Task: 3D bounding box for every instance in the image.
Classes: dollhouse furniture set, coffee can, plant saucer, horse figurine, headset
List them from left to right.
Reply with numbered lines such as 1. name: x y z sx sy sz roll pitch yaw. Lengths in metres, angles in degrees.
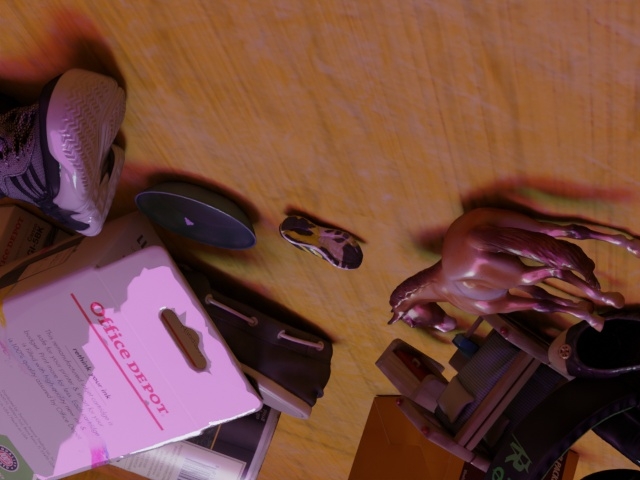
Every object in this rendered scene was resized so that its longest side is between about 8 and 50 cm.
1. coffee can: -0.194 0.193 1.721 0.275 0.201 0.201 20 162 -4
2. plant saucer: -0.112 -0.026 1.293 0.119 0.021 0.119 17 162 6
3. dollhouse furniture set: 0.137 0.118 1.356 0.129 0.129 0.183 33 -173 -35
4. horse figurine: 0.152 0.027 1.114 0.175 0.066 0.263 13 164 2
5. headset: 0.322 0.239 1.301 0.394 0.243 0.185 -3 -154 -37

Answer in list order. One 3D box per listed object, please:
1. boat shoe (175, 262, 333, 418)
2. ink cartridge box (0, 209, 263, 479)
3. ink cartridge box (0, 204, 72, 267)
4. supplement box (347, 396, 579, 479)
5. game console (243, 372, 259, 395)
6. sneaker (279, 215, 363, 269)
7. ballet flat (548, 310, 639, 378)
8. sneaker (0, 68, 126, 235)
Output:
1. boat shoe: -0.122 0.083 1.544 0.335 0.095 0.112 36 160 -29
2. ink cartridge box: -0.226 0.107 1.395 0.354 0.119 0.207 -20 111 28
3. ink cartridge box: -0.314 0.033 1.544 0.135 0.099 0.056 31 159 -34
4. supplement box: 0.176 0.289 1.739 0.194 0.129 0.191 30 159 -29
5. game console: -0.133 0.171 1.537 0.071 0.107 0.122 50 170 21
6. sneaker: 0.000 0.000 1.253 0.083 0.031 0.035 29 174 -14
7. ballet flat: 0.257 0.084 1.173 0.049 0.057 0.173 5 167 -41
8. sneaker: -0.243 -0.081 1.136 0.153 0.101 0.268 17 164 -2
